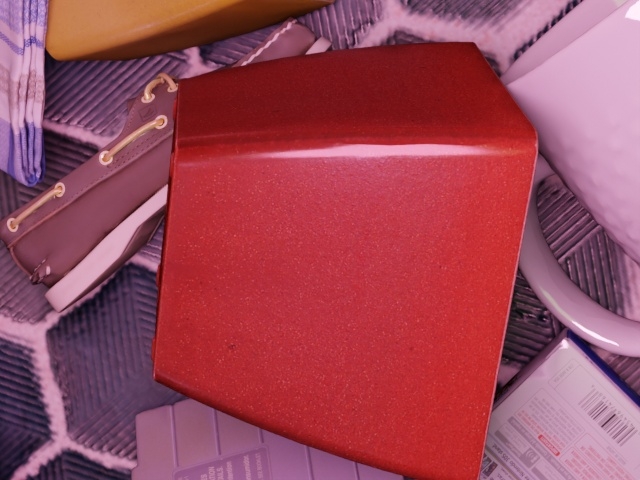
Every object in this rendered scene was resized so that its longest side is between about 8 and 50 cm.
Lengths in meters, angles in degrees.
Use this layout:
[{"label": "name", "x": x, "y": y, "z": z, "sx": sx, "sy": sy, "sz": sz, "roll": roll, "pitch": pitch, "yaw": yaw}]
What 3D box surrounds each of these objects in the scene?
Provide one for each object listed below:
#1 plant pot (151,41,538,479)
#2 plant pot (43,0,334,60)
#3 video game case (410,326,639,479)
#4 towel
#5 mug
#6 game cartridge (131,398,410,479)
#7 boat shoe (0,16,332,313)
[{"label": "plant pot", "x": 0.000, "y": 0.000, "z": 1.142, "sx": 0.235, "sy": 0.267, "sz": 0.267, "roll": 5, "pitch": 110, "yaw": -6}, {"label": "plant pot", "x": -0.140, "y": -0.248, "z": 1.248, "sx": 0.187, "sy": 0.212, "sz": 0.212, "roll": -26, "pitch": 88, "yaw": 20}, {"label": "video game case", "x": 0.210, "y": 0.250, "z": 1.264, "sx": 0.269, "sy": 0.061, "sz": 0.244, "roll": 45, "pitch": 101, "yaw": 2}, {"label": "towel", "x": -0.293, "y": -0.197, "z": 1.231, "sx": 0.209, "sy": 0.034, "sz": 0.285, "roll": 31, "pitch": 134, "yaw": 29}, {"label": "mug", "x": 0.306, "y": -0.049, "z": 1.184, "sx": 0.374, "sy": 0.276, "sz": 0.328, "roll": -36, "pitch": 96, "yaw": 35}, {"label": "game cartridge", "x": -0.031, "y": 0.257, "z": 1.201, "sx": 0.230, "sy": 0.068, "sz": 0.355, "roll": -19, "pitch": 44, "yaw": 9}, {"label": "boat shoe", "x": -0.132, "y": -0.079, "z": 1.287, "sx": 0.324, "sy": 0.116, "sz": 0.097, "roll": -42, "pitch": 89, "yaw": 11}]
